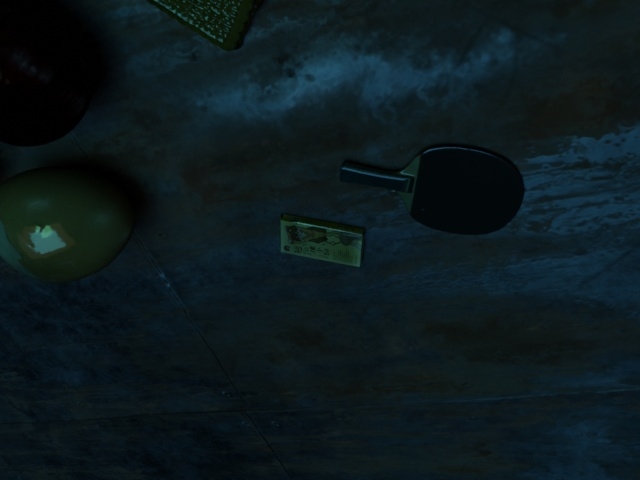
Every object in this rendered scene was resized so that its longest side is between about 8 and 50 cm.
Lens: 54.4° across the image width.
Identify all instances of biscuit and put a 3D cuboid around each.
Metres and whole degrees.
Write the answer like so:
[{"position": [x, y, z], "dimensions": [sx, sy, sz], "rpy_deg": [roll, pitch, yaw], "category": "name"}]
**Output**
[{"position": [-0.191, -0.370, 0.810], "dimensions": [0.255, 0.029, 0.172], "rpy_deg": [31, 137, -7], "category": "biscuit"}]

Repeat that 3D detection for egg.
[{"position": [-0.437, -0.030, 1.064], "dimensions": [0.245, 0.201, 0.201], "rpy_deg": [-9, 124, 10], "category": "egg"}]

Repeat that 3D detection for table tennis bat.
[{"position": [0.164, -0.081, 0.939], "dimensions": [0.275, 0.021, 0.154], "rpy_deg": [11, 129, 8], "category": "table tennis bat"}]

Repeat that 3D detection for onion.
[{"position": [-0.481, -0.218, 0.885], "dimensions": [0.273, 0.284, 0.273], "rpy_deg": [22, 166, 6], "category": "onion"}]

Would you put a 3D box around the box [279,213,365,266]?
[{"position": [0.000, 0.000, 1.055], "dimensions": [0.149, 0.020, 0.073], "rpy_deg": [10, 130, 11], "category": "box"}]
